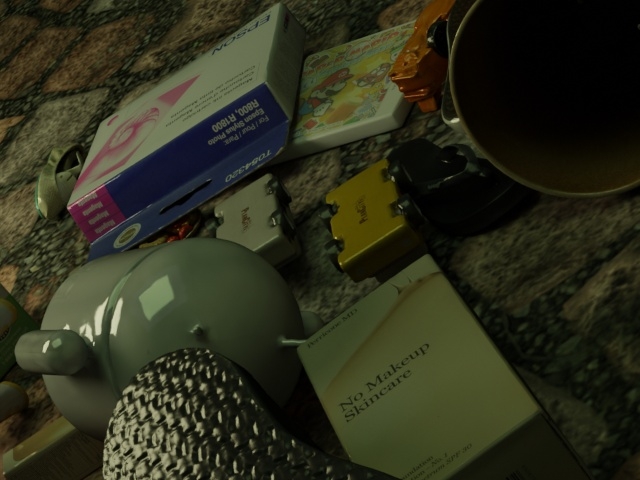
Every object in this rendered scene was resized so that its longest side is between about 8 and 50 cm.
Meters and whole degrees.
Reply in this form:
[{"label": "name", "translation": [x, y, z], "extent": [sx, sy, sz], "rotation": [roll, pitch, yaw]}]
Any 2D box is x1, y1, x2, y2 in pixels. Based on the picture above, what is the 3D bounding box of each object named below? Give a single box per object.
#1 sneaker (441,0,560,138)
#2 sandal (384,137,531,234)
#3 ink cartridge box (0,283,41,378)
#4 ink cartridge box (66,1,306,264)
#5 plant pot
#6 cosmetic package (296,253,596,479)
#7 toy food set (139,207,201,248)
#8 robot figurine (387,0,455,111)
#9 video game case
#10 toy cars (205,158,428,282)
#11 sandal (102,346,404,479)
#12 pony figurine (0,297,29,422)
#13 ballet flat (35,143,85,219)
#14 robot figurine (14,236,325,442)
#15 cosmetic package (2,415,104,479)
[{"label": "sneaker", "translation": [0.205, -0.201, 2.009], "extent": [0.106, 0.123, 0.290], "rotation": [-30, 35, 44]}, {"label": "sandal", "translation": [0.126, -0.066, 1.972], "extent": [0.097, 0.054, 0.254], "rotation": [-45, 28, -15]}, {"label": "ink cartridge box", "translation": [-0.529, 0.057, 2.243], "extent": [0.119, 0.353, 0.207], "rotation": [3, 47, 52]}, {"label": "ink cartridge box", "translation": [-0.173, -0.136, 2.399], "extent": [0.324, 0.071, 0.330], "rotation": [-31, 23, 20]}, {"label": "plant pot", "translation": [0.272, -0.202, 1.856], "extent": [0.237, 0.237, 0.254], "rotation": [-22, 18, 28]}, {"label": "cosmetic package", "translation": [0.101, 0.152, 1.597], "extent": [0.160, 0.113, 0.309], "rotation": [-37, 28, 2]}, {"label": "toy food set", "translation": [-0.181, -0.015, 2.305], "extent": [0.083, 0.020, 0.082], "rotation": [-19, 32, 33]}, {"label": "robot figurine", "translation": [0.206, -0.277, 2.179], "extent": [0.211, 0.085, 0.291], "rotation": [-3, 44, 48]}, {"label": "video game case", "translation": [0.038, -0.185, 2.303], "extent": [0.227, 0.026, 0.206], "rotation": [-15, 34, 38]}, {"label": "toy cars", "translation": [0.000, 0.000, 1.998], "extent": [0.394, 0.087, 0.176], "rotation": [-4, 37, 53]}, {"label": "sandal", "translation": [-0.035, 0.218, 1.487], "extent": [0.167, 0.107, 0.446], "rotation": [-55, 38, -6]}, {"label": "pony figurine", "translation": [-0.452, 0.218, 1.981], "extent": [0.303, 0.351, 0.363], "rotation": [23, 56, 12]}, {"label": "ballet flat", "translation": [-0.357, -0.089, 2.601], "extent": [0.052, 0.057, 0.168], "rotation": [-19, 31, 13]}, {"label": "robot figurine", "translation": [-0.148, 0.103, 1.843], "extent": [0.300, 0.199, 0.353], "rotation": [-7, -2, -32]}, {"label": "cosmetic package", "translation": [-0.275, 0.226, 1.993], "extent": [0.115, 0.060, 0.041], "rotation": [-32, 28, 7]}]
